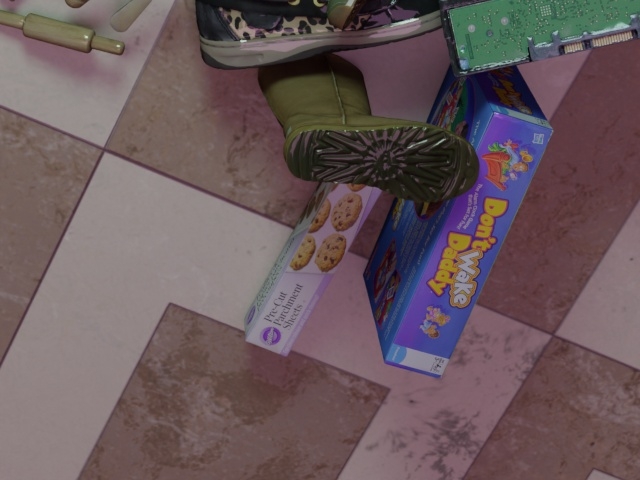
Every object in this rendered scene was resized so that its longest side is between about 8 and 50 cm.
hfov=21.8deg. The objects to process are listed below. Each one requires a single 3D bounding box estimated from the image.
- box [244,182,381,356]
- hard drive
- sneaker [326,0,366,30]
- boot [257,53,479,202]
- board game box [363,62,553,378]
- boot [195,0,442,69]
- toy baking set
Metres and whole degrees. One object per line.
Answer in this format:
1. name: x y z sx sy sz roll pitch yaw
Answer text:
1. box: 0.000 0.000 2.145 0.067 0.063 0.324 24 112 -16
2. hard drive: 0.229 -0.369 1.846 0.237 0.064 0.339 -12 93 11
3. sneaker: 0.039 -0.335 1.844 0.086 0.064 0.192 33 115 6
4. boot: 0.052 -0.148 1.961 0.236 0.269 0.089 10 114 -11
5. board game box: 0.160 -0.039 2.048 0.078 0.233 0.347 16 114 -13
6. boot: 0.013 -0.370 1.926 0.377 0.138 0.284 -12 117 6
7. toy baking set: -0.281 -0.303 1.936 0.256 0.030 0.197 19 130 2
